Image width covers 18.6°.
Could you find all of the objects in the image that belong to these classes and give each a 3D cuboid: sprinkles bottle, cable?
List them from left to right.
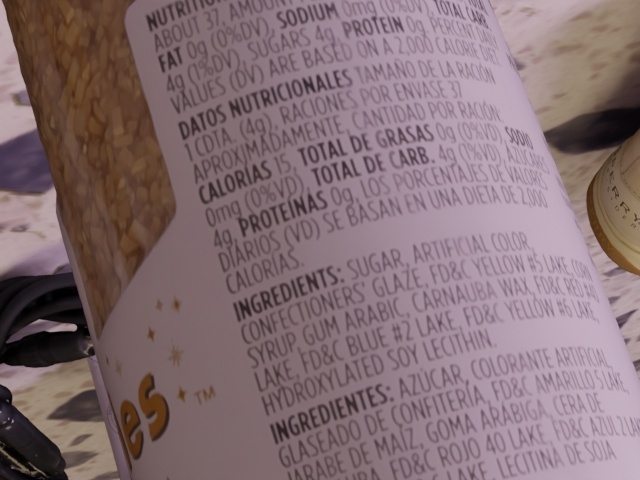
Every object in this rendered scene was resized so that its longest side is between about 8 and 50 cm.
[{"bbox_3d":[-0.108,0.095,0.918,0.150,0.047,0.184,25,135,1],"label":"cable"},{"bbox_3d":[0.000,0.000,0.456,0.121,0.355,0.121,-17,159,-7],"label":"sprinkles bottle"}]

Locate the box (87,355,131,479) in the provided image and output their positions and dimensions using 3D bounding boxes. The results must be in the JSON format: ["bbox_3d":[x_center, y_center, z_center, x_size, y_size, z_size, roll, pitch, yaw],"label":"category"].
[{"bbox_3d":[0.018,0.093,1.096,0.169,0.087,0.290,-26,158,19],"label":"box"}]

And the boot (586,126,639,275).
[{"bbox_3d":[0.265,-0.072,0.892,0.261,0.095,0.203,-11,157,-10],"label":"boot"}]
